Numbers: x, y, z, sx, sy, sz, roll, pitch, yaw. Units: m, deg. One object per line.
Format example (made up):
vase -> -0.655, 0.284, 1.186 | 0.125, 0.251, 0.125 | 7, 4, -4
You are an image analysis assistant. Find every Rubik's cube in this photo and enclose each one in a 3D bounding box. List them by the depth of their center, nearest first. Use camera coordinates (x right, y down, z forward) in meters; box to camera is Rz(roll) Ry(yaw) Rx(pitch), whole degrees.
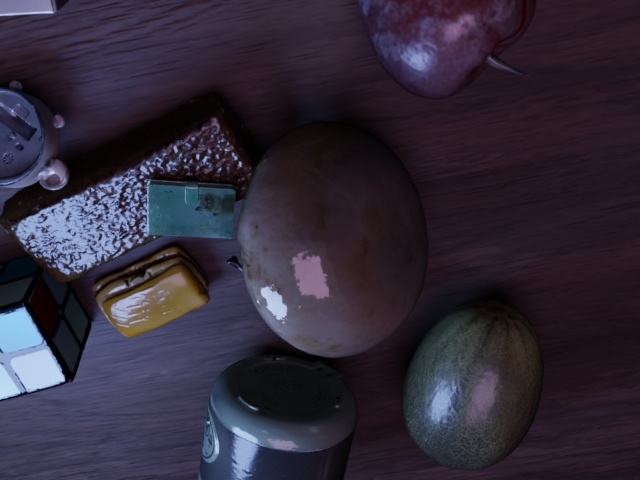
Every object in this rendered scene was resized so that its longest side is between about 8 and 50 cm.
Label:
Rubik's cube -> -0.520, 0.148, 1.375 | 0.167, 0.183, 0.180 | -16, 117, 5

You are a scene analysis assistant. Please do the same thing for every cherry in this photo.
cherry -> 0.181, -0.319, 1.131 | 0.285, 0.213, 0.236 | 40, 86, 3

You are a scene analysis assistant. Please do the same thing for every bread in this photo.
bread -> -0.300, -0.080, 1.296 | 0.416, 0.113, 0.165 | -24, 122, 11
bread -> -0.303, 0.097, 1.422 | 0.200, 0.077, 0.116 | -24, 126, 11

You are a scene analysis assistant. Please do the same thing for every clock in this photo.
clock -> -0.484, -0.159, 1.232 | 0.229, 0.063, 0.156 | 39, 96, 4

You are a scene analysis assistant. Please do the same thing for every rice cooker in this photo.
rice cooker -> -0.083, 0.376, 1.466 | 0.288, 0.288, 0.277 | 8, 113, -7

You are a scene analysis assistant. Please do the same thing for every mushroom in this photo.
mushroom -> 0.000, 0.000, 1.239 | 0.294, 0.362, 0.362 | -8, 124, 35

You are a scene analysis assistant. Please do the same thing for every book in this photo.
book -> -0.202, -0.049, 1.247 | 0.135, 0.017, 0.103 | 3, 127, -8

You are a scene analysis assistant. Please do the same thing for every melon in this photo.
melon -> 0.275, 0.260, 1.442 | 0.248, 0.248, 0.329 | 8, 115, -8

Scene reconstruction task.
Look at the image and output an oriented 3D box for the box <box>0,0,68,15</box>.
box -> -0.496, -0.417, 1.100 | 0.251, 0.106, 0.203 | -4, 118, 0
